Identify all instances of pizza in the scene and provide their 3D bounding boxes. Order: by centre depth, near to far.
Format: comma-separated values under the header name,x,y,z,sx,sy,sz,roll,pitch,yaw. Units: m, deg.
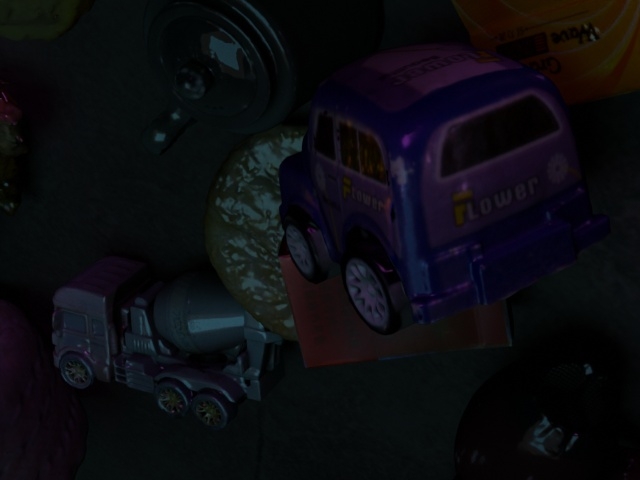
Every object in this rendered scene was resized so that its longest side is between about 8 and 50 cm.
name,x,y,z,sx,sy,sz,roll,pitch,yaw
pizza,-0.341,-0.106,1.150,0.147,0.069,0.226,39,147,1

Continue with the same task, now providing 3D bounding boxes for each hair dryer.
name,x,y,z,sx,sy,sz,roll,pitch,yaw
hair dryer,0.274,0.231,1.019,0.340,0.123,0.313,19,147,6

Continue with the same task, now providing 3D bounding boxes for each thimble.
name,x,y,z,sx,sy,sz,roll,pitch,yaw
thimble,-0.423,0.213,1.321,0.291,0.291,0.195,3,133,34

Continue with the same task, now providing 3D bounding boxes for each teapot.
name,x,y,z,sx,sy,sz,roll,pitch,yaw
teapot,-0.063,-0.140,0.863,0.162,0.149,0.239,43,138,-7

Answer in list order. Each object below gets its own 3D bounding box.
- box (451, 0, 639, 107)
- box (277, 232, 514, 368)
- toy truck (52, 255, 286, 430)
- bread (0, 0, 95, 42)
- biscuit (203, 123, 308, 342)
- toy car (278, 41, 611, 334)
name,x,y,z,sx,sy,sz,roll,pitch,yaw
box,0.129,-0.209,0.741,0.152,0.043,0.269,-8,121,44
box,0.063,0.037,0.954,0.175,0.048,0.112,-7,117,11
toy truck,-0.141,0.084,1.159,0.256,0.108,0.140,13,120,24
bread,-0.182,-0.328,0.662,0.143,0.324,0.333,0,143,-22
biscuit,0.000,0.001,1.002,0.219,0.033,0.220,8,121,14
toy car,0.068,-0.051,0.812,0.235,0.172,0.158,28,135,56
